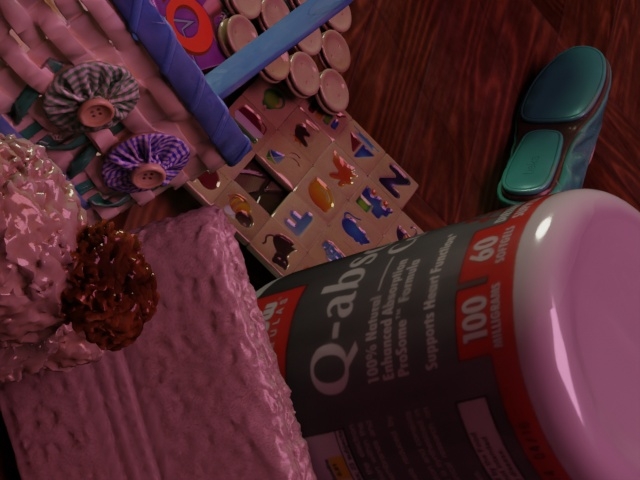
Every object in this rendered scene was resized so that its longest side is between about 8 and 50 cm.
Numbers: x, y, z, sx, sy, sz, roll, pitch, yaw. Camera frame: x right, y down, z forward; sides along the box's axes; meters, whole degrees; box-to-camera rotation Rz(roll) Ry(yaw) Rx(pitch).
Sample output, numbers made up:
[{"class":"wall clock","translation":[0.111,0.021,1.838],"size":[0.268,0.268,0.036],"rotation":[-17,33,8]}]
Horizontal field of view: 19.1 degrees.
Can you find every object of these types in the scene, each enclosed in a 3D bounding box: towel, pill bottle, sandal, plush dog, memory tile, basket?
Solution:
[{"class":"towel","translation":[-0.100,0.133,1.208],"size":[0.049,0.187,0.282],"rotation":[-10,83,-74]},{"class":"pill bottle","translation":[0.059,0.107,1.277],"size":[0.210,0.363,0.210],"rotation":[25,57,-45]},{"class":"sandal","translation":[0.000,0.000,1.509],"size":[0.219,0.060,0.090],"rotation":[22,48,-29]},{"class":"plush dog","translation":[-0.216,0.012,1.042],"size":[0.262,0.225,0.211],"rotation":[34,51,-14]},{"class":"memory tile","translation":[-0.026,-0.169,1.507],"size":[0.148,0.012,0.113],"rotation":[26,56,-45]},{"class":"basket","translation":[-0.115,-0.152,1.198],"size":[0.201,0.289,0.255],"rotation":[44,-3,37]}]

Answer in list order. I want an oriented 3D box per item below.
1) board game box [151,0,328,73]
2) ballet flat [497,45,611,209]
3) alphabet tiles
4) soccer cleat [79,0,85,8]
[{"class":"board game box","translation":[-0.123,-0.302,1.485],"size":[0.208,0.056,0.347],"rotation":[-26,96,-49]},{"class":"ballet flat","translation":[0.225,-0.086,1.825],"size":[0.247,0.083,0.087],"rotation":[-63,149,-44]},{"class":"alphabet tiles","translation":[0.013,-0.020,1.482],"size":[0.237,0.009,0.198],"rotation":[45,40,-6]},{"class":"soccer cleat","translation":[-0.196,-0.291,1.318],"size":[0.121,0.093,0.289],"rotation":[4,83,-38]}]
